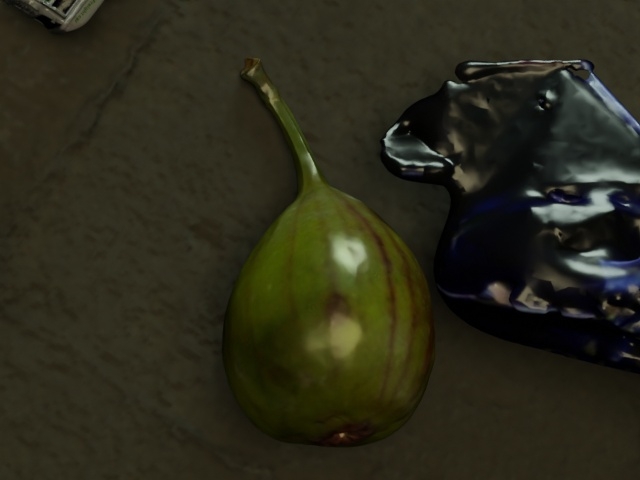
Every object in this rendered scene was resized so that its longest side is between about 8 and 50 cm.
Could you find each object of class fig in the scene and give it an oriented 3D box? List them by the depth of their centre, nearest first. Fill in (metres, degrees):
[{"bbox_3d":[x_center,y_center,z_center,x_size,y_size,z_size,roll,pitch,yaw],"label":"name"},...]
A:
[{"bbox_3d":[0.003,0.001,0.614,0.093,0.093,0.166,0,86,-9],"label":"fig"}]

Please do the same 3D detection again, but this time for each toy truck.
[{"bbox_3d":[-0.095,-0.123,0.631,0.044,0.039,0.083,39,80,-19],"label":"toy truck"}]

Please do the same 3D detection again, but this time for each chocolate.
[{"bbox_3d":[0.178,0.037,0.622,0.343,0.126,0.148,25,85,-6],"label":"chocolate"}]
